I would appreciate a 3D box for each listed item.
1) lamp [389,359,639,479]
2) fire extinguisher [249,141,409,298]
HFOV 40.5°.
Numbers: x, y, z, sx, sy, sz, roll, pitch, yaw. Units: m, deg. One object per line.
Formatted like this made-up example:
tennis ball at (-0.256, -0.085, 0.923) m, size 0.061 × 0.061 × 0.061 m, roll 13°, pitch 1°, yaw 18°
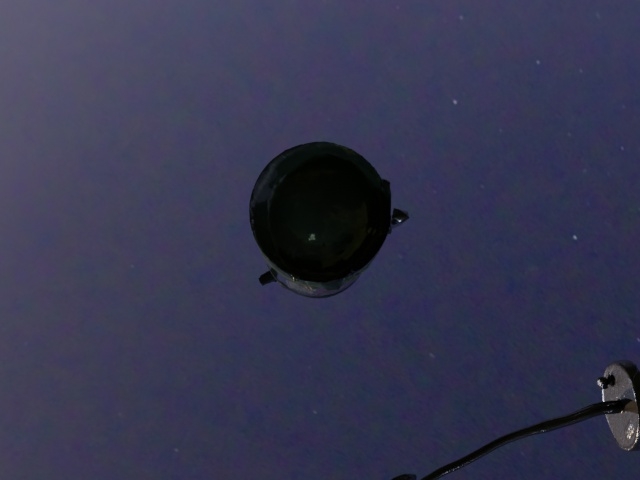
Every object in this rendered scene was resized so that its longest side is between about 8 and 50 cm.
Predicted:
lamp at (0.245, 0.263, 1.044) m, size 0.371 × 0.130 × 0.108 m, roll -20°, pitch -134°, yaw -19°
fire extinguisher at (0.000, 0.000, 0.680) m, size 0.118 × 0.294 × 0.093 m, roll -24°, pitch -96°, yaw -3°
